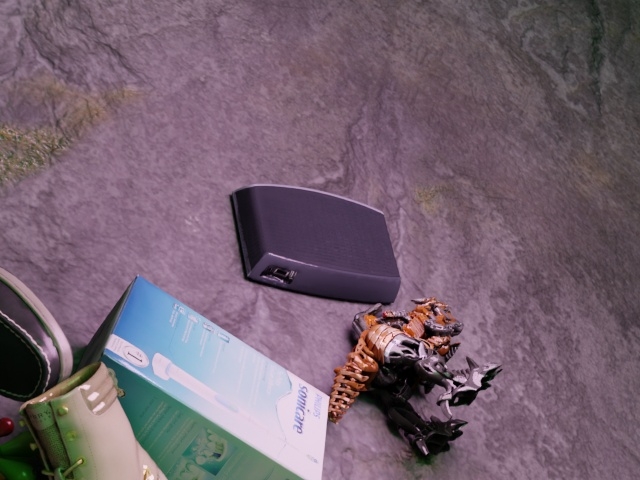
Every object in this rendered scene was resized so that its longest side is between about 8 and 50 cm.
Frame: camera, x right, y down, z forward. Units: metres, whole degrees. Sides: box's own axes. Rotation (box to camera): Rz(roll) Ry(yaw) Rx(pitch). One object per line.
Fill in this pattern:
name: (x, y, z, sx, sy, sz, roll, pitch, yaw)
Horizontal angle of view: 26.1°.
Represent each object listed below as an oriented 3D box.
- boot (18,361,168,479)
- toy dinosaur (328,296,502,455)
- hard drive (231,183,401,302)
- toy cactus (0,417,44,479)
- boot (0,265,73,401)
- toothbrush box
boot: (-0.259, 0.262, 1.418, 0.262, 0.095, 0.203, -43, 114, -52)
toy dinosaur: (0.112, 0.186, 1.929, 0.218, 0.164, 0.322, 39, 57, 18)
hard drive: (0.000, 0.000, 2.032, 0.255, 0.054, 0.172, 11, 49, -31)
toy cactus: (-0.382, 0.209, 1.480, 0.180, 0.112, 0.219, 24, 5, 10)
boot: (-0.477, 0.085, 1.455, 0.377, 0.138, 0.284, 36, 26, 10)
toothbrush box: (-0.144, 0.204, 1.644, 0.295, 0.126, 0.216, 32, 21, -11)
